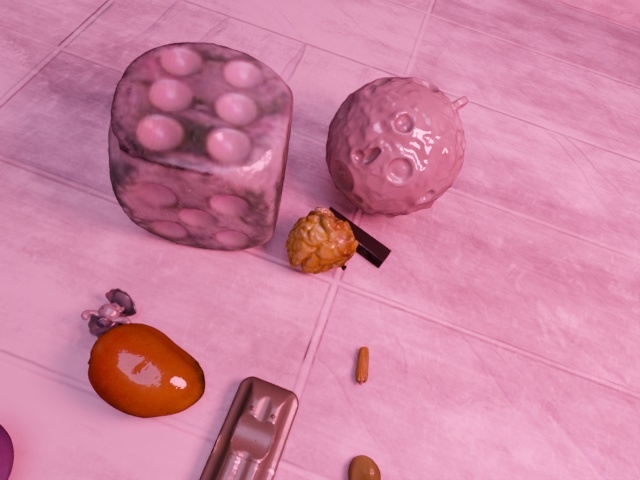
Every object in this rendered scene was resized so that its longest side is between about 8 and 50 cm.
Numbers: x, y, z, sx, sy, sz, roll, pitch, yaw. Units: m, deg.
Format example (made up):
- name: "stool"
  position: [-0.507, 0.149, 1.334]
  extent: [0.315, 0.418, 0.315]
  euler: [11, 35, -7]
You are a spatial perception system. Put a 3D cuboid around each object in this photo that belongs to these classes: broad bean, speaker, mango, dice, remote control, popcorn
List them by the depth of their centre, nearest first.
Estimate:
- name: "remote control"
  position: [-0.149, 0.425, 0.739]
  extent: [0.128, 0.065, 0.335]
  euler: [20, 61, 3]
- name: "mango"
  position: [-0.331, 0.253, 0.771]
  extent: [0.221, 0.120, 0.151]
  euler: [38, 62, 1]
- name: "broad bean"
  position: [0.084, 0.455, 0.776]
  extent: [0.063, 0.045, 0.083]
  euler: [-1, 54, 2]
- name: "dice"
  position: [-0.240, -0.192, 0.897]
  extent: [0.330, 0.348, 0.328]
  euler: [7, 63, -4]
- name: "popcorn"
  position: [0.005, 0.009, 0.943]
  extent: [0.173, 0.173, 0.142]
  euler: [-29, 54, -22]
- name: "speaker"
  position: [0.086, -0.009, 1.026]
  extent: [0.191, 0.040, 0.046]
  euler: [37, 60, 11]

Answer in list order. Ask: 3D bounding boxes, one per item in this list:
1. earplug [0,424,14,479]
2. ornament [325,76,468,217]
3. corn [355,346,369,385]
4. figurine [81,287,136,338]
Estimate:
- name: "earplug"
  position: [-0.724, 0.376, 0.601]
  extent: [0.456, 0.215, 0.215]
  euler: [-6, 63, -17]
- name: "ornament"
  position: [0.168, -0.220, 0.988]
  extent: [0.337, 0.337, 0.337]
  euler: [4, 61, -7]
- name: "corn"
  position: [0.092, 0.273, 0.884]
  extent: [0.027, 0.028, 0.083]
  euler: [10, 57, 2]
- name: "figurine"
  position: [-0.424, 0.154, 0.828]
  extent: [0.094, 0.082, 0.086]
  euler: [25, 39, 13]
